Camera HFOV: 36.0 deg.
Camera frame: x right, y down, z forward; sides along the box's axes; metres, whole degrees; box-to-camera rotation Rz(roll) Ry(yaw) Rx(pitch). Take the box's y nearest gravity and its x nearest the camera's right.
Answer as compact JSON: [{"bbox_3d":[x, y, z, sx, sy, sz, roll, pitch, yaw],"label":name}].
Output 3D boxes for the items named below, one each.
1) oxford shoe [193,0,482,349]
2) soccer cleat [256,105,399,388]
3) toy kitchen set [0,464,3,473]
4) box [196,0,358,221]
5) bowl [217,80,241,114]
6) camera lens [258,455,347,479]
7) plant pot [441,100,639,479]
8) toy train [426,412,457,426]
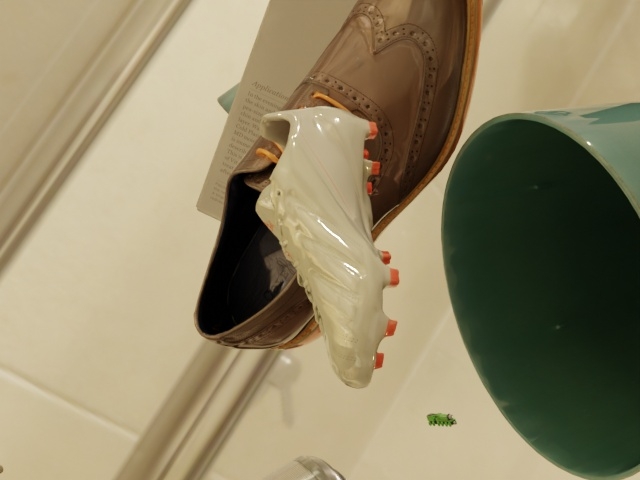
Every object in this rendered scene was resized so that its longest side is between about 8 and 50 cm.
[{"bbox_3d":[0.014,-0.066,0.773,0.130,0.363,0.133,29,12,23],"label":"oxford shoe"},{"bbox_3d":[0.000,0.000,0.583,0.076,0.196,0.068,2,-37,-9],"label":"soccer cleat"},{"bbox_3d":[-0.401,0.291,0.962,0.166,0.207,0.122,-7,-14,-46],"label":"toy kitchen set"},{"bbox_3d":[0.014,-0.178,1.165,0.168,0.345,0.215,26,23,7],"label":"box"},{"bbox_3d":[0.008,-0.188,1.558,0.312,0.163,0.311,39,7,-6],"label":"bowl"},{"bbox_3d":[-0.065,0.479,1.513,0.219,0.274,0.219,49,-25,33],"label":"camera lens"},{"bbox_3d":[0.275,0.018,0.807,0.293,0.235,0.292,46,-36,49],"label":"plant pot"},{"bbox_3d":[0.221,0.327,1.799,0.083,0.017,0.023,-19,-92,63],"label":"toy train"}]
